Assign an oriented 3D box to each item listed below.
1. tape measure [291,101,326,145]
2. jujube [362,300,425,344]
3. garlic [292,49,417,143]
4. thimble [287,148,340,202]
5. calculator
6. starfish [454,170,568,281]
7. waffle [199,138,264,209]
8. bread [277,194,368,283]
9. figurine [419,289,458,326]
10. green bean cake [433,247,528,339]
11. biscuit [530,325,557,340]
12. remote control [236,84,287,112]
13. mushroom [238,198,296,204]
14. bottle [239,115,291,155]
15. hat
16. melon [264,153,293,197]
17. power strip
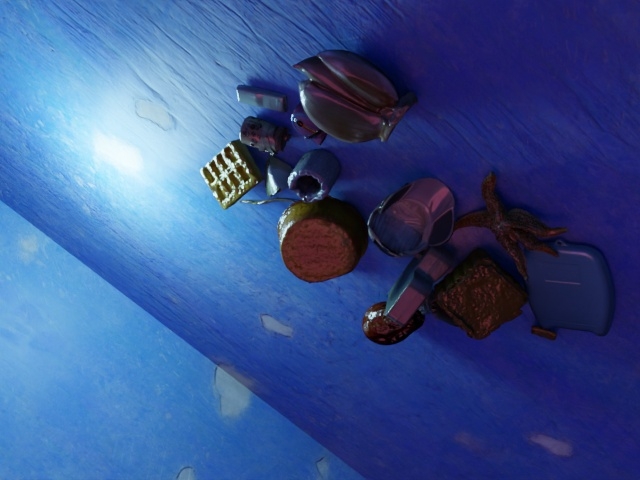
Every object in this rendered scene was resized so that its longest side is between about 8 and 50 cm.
[{"bbox_3d":[-0.026,-0.348,1.853,0.118,0.074,0.125,31,149,-1],"label":"tape measure"},{"bbox_3d":[0.266,0.297,2.319,0.236,0.168,0.168,-18,121,39],"label":"jujube"},{"bbox_3d":[0.079,-0.378,1.687,0.325,0.132,0.279,29,143,1],"label":"garlic"},{"bbox_3d":[-0.021,-0.200,1.982,0.127,0.118,0.151,41,143,-16],"label":"thimble"},{"bbox_3d":[0.729,0.144,1.882,0.256,0.054,0.387,4,132,35],"label":"calculator"},{"bbox_3d":[0.531,-0.017,1.788,0.293,0.084,0.302,37,141,10],"label":"starfish"},{"bbox_3d":[-0.304,-0.225,2.177,0.274,0.057,0.168,-30,94,50],"label":"waffle"},{"bbox_3d":[0.004,-0.003,2.101,0.311,0.172,0.312,4,119,7],"label":"bread"},{"bbox_3d":[0.409,0.211,2.152,0.245,0.110,0.138,11,139,38],"label":"figurine"},{"bbox_3d":[0.490,0.167,1.962,0.224,0.131,0.229,43,108,-14],"label":"green bean cake"},{"bbox_3d":[0.726,0.302,2.069,0.081,0.018,0.083,17,166,20],"label":"biscuit"},{"bbox_3d":[-0.177,-0.425,1.911,0.162,0.029,0.061,18,143,19],"label":"remote control"},{"bbox_3d":[-0.183,-0.138,2.261,0.286,0.028,0.026,7,179,33],"label":"mushroom"},{"bbox_3d":[-0.167,-0.322,1.972,0.152,0.099,0.099,20,142,11],"label":"bottle"},{"bbox_3d":[0.268,-0.076,1.895,0.231,0.161,0.275,30,122,-15],"label":"hat"},{"bbox_3d":[-0.143,-0.219,2.099,0.202,0.093,0.140,-166,59,-70],"label":"melon"},{"bbox_3d":[0.296,0.116,2.036,0.141,0.229,0.261,34,110,-1],"label":"power strip"}]
